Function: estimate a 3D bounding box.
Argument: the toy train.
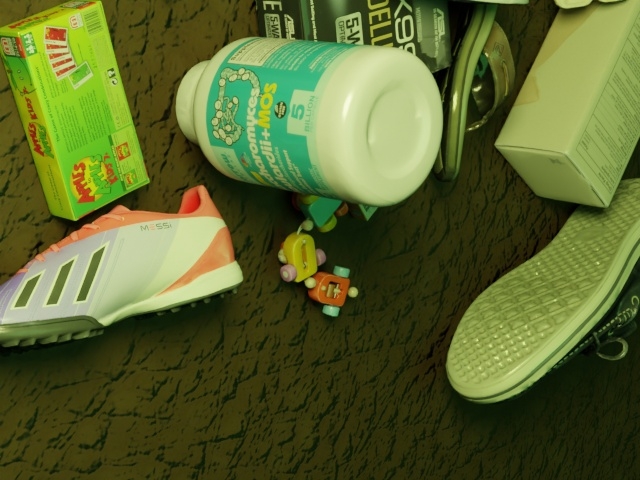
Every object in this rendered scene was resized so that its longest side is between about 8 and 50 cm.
[{"bbox_3d":[0.000,0.000,1.412,0.125,0.046,0.166,6,98,-48],"label":"toy train"}]

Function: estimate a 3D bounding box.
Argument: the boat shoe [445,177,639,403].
[{"bbox_3d":[0.353,0.088,1.703,0.500,0.186,0.156,-39,120,-39],"label":"boat shoe"}]

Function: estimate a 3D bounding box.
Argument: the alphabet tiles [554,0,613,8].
[{"bbox_3d":[0.363,-0.446,1.593,0.284,0.021,0.278,-11,101,-14],"label":"alphabet tiles"}]

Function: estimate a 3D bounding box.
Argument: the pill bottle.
[{"bbox_3d":[-0.023,-0.120,1.196,0.146,0.264,0.146,-12,107,-43],"label":"pill bottle"}]

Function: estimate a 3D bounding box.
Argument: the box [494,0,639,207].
[{"bbox_3d":[0.374,-0.216,1.690,0.148,0.121,0.311,43,69,-43],"label":"box"}]

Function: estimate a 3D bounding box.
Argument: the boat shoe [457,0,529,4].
[{"bbox_3d":[0.152,-0.303,1.367,0.228,0.080,0.076,-2,102,-39],"label":"boat shoe"}]

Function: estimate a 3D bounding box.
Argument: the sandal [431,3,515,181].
[{"bbox_3d":[0.198,-0.214,1.497,0.086,0.120,0.303,18,84,-6],"label":"sandal"}]

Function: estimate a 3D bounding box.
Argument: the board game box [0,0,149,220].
[{"bbox_3d":[-0.227,-0.121,1.145,0.092,0.043,0.181,-32,121,-37],"label":"board game box"}]

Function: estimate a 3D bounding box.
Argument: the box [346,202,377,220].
[{"bbox_3d":[0.049,-0.088,1.452,0.081,0.028,0.136,-51,130,-25],"label":"box"}]

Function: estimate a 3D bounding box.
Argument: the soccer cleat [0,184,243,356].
[{"bbox_3d":[-0.215,0.030,1.167,0.318,0.108,0.117,-15,90,-41],"label":"soccer cleat"}]

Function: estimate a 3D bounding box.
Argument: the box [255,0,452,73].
[{"bbox_3d":[0.033,-0.313,1.343,0.242,0.076,0.308,-24,116,-42],"label":"box"}]
